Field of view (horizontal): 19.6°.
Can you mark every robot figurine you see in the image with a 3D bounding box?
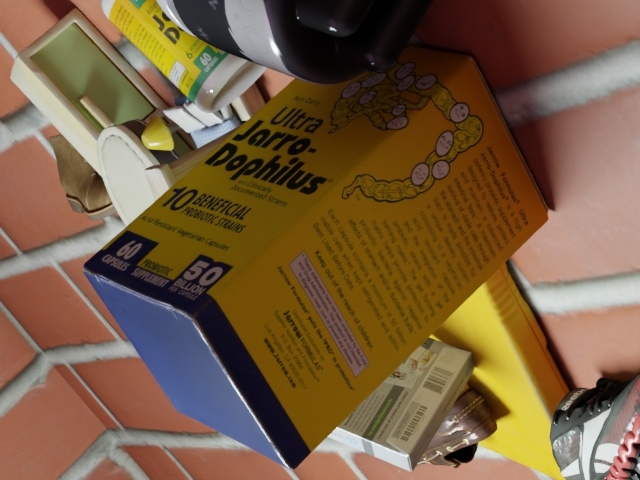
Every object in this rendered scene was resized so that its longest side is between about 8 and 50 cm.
[{"bbox_3d":[-0.029,-0.236,1.594,0.278,0.173,0.209,25,133,45],"label":"robot figurine"}]

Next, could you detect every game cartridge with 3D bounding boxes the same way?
[{"bbox_3d":[0.156,0.112,2.044,0.285,0.052,0.324,19,144,52],"label":"game cartridge"}]

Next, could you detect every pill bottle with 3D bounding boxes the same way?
[{"bbox_3d":[-0.148,-0.239,1.889,0.208,0.117,0.117,45,159,7],"label":"pill bottle"}]

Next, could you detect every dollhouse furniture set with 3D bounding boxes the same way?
[{"bbox_3d":[-0.098,-0.014,2.012,0.303,0.198,0.286,0,117,64],"label":"dollhouse furniture set"}]

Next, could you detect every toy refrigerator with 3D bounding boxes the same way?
[{"bbox_3d":[-0.251,-0.147,2.282,0.269,0.102,0.094,48,159,0],"label":"toy refrigerator"}]

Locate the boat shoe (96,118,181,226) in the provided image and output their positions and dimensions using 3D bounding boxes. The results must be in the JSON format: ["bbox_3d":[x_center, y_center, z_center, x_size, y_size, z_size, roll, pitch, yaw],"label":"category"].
[{"bbox_3d":[-0.141,-0.012,2.189,0.324,0.097,0.116,55,143,-6],"label":"boat shoe"}]

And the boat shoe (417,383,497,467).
[{"bbox_3d":[0.143,0.223,2.089,0.073,0.073,0.207,47,160,7],"label":"boat shoe"}]

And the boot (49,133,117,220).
[{"bbox_3d":[-0.289,-0.100,2.454,0.305,0.112,0.115,5,124,64],"label":"boot"}]

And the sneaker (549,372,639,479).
[{"bbox_3d":[0.292,0.183,1.825,0.135,0.097,0.276,50,155,23],"label":"sneaker"}]

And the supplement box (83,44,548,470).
[{"bbox_3d":[0.000,0.000,1.693,0.194,0.356,0.195,18,145,51],"label":"supplement box"}]

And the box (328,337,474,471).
[{"bbox_3d":[0.050,0.151,1.989,0.186,0.145,0.038,20,148,23],"label":"box"}]
